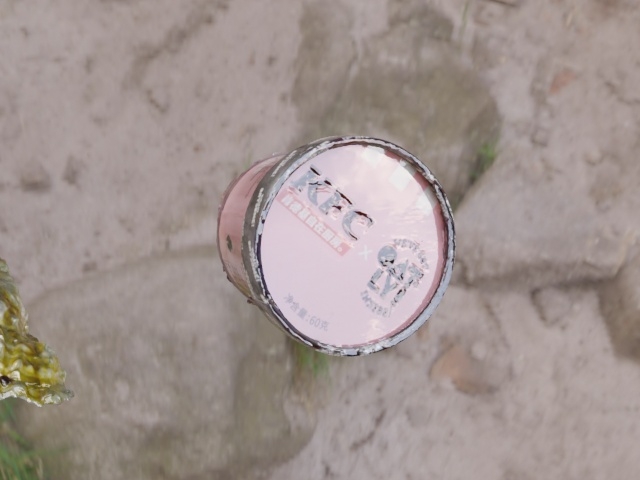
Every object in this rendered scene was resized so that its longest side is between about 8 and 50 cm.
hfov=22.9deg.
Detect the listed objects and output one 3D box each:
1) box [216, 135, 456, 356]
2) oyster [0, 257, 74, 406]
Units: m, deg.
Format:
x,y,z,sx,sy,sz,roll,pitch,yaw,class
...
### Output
x,y,z,sx,sy,sz,roll,pitch,yaw,class
0.000,0.000,1.127,0.151,0.135,0.151,-2,94,-23,box
-0.216,0.074,1.074,0.121,0.146,0.045,39,108,5,oyster
